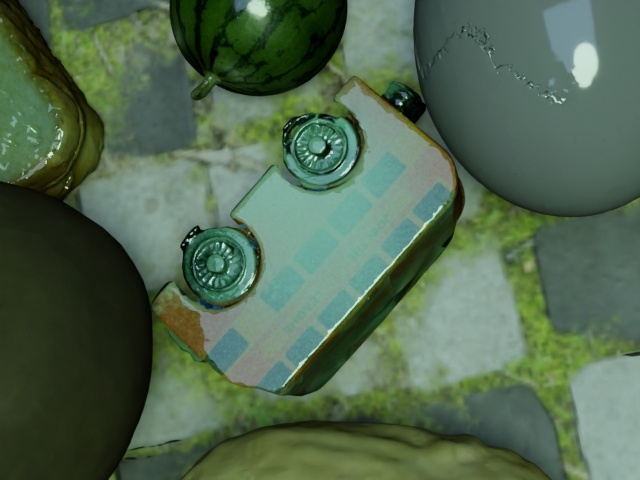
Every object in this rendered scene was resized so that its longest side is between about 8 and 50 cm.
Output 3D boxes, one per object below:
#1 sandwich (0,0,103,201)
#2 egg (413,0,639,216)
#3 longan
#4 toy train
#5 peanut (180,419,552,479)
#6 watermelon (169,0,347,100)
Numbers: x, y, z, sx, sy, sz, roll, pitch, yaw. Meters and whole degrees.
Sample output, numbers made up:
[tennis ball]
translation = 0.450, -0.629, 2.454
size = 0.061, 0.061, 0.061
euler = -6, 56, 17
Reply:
[sandwich]
translation = -0.254, -0.058, 0.628
size = 0.215, 0.065, 0.186
euler = -37, 74, 4
[egg]
translation = 0.119, -0.107, 0.515
size = 0.147, 0.146, 0.198
euler = -10, 63, 10
[longan]
translation = -0.175, 0.062, 0.503
size = 0.198, 0.212, 0.198
euler = -1, 98, -10
[toy train]
translation = 0.000, 0.000, 0.559
size = 0.099, 0.072, 0.188
euler = 42, 90, 17
[peanut]
translation = -0.035, 0.166, 0.503
size = 0.319, 0.147, 0.147
euler = -17, 76, 11
[watermelon]
translation = -0.037, -0.124, 0.580
size = 0.109, 0.109, 0.109
euler = -2, 79, 12
